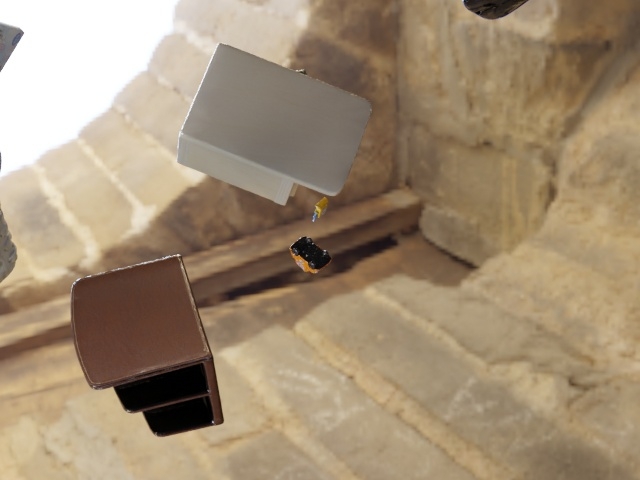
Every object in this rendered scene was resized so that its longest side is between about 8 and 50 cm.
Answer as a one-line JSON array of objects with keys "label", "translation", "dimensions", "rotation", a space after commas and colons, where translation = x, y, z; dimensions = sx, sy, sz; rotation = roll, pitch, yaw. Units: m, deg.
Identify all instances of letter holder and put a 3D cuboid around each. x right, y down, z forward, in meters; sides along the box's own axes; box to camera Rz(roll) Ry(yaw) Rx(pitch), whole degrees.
[{"label": "letter holder", "translation": [-0.307, 0.188, 1.961], "dimensions": [0.214, 0.152, 0.302], "rotation": [-13, -144, -11]}]

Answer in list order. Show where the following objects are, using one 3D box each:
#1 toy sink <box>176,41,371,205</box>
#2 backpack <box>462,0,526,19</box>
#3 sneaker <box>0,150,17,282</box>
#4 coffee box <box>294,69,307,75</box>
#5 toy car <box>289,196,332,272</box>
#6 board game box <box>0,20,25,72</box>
[{"label": "toy sink", "translation": [-0.066, -0.150, 1.607], "dimensions": [0.234, 0.131, 0.153], "rotation": [20, -108, -2]}, {"label": "backpack", "translation": [0.215, -0.320, 1.336], "dimensions": [0.105, 0.114, 0.084], "rotation": [19, -137, -47]}, {"label": "sneaker", "translation": [-0.376, -0.013, 1.240], "dimensions": [0.092, 0.228, 0.087], "rotation": [4, -145, -32]}, {"label": "coffee box", "translation": [-0.089, -0.211, 1.934], "dimensions": [0.113, 0.184, 0.040], "rotation": [-12, -118, -24]}, {"label": "toy car", "translation": [0.000, 0.000, 1.622], "dimensions": [0.060, 0.040, 0.122], "rotation": [24, -128, 8]}, {"label": "board game box", "translation": [-0.498, -0.287, 1.693], "dimensions": [0.020, 0.090, 0.090], "rotation": [46, -161, 27]}]
